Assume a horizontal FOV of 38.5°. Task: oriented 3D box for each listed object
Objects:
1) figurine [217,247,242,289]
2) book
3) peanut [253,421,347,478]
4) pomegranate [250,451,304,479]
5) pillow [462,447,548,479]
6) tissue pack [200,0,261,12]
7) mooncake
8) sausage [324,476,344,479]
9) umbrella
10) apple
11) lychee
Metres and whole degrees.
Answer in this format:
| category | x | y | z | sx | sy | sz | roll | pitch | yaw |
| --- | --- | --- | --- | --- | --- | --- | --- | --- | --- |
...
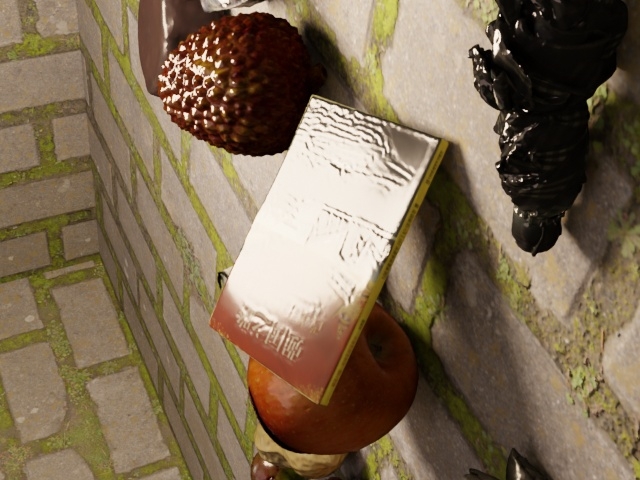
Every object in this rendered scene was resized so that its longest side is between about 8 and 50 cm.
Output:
| category | x | y | z | sx | sy | sz | roll | pitch | yaw |
| --- | --- | --- | --- | --- | --- | --- | --- | --- | --- |
| figurine | -0.042 | 0.023 | 1.433 | 0.138 | 0.246 | 0.110 | 39 | 145 | 44 |
| book | 0.000 | 0.000 | 1.243 | 0.262 | 0.028 | 0.373 | 27 | 92 | 44 |
| peanut | -0.037 | 0.392 | 1.814 | 0.313 | 0.149 | 0.149 | -1 | 104 | 68 |
| pomegranate | -0.099 | 0.521 | 2.064 | 0.130 | 0.130 | 0.130 | 48 | 146 | 48 |
| pillow | 0.274 | 0.450 | 1.145 | 0.228 | 0.101 | 0.326 | 44 | 145 | 50 |
| tissue pack | -0.128 | -0.549 | 1.422 | 0.259 | 0.122 | 0.361 | 13 | 115 | 62 |
| mooncake | -0.280 | -0.427 | 1.842 | 0.283 | 0.141 | 0.283 | 175 | 90 | -67 |
| sausage | 0.078 | 0.476 | 1.640 | 0.094 | 0.094 | 0.419 | 63 | 158 | 3 |
| umbrella | 0.215 | -0.136 | 0.885 | 0.128 | 0.154 | 0.336 | 22 | 152 | 26 |
| apple | 0.022 | 0.190 | 1.359 | 0.206 | 0.272 | 0.251 | -20 | 57 | 36 |
| lychee | -0.122 | -0.242 | 1.454 | 0.236 | 0.271 | 0.235 | -3 | -90 | -72 |
